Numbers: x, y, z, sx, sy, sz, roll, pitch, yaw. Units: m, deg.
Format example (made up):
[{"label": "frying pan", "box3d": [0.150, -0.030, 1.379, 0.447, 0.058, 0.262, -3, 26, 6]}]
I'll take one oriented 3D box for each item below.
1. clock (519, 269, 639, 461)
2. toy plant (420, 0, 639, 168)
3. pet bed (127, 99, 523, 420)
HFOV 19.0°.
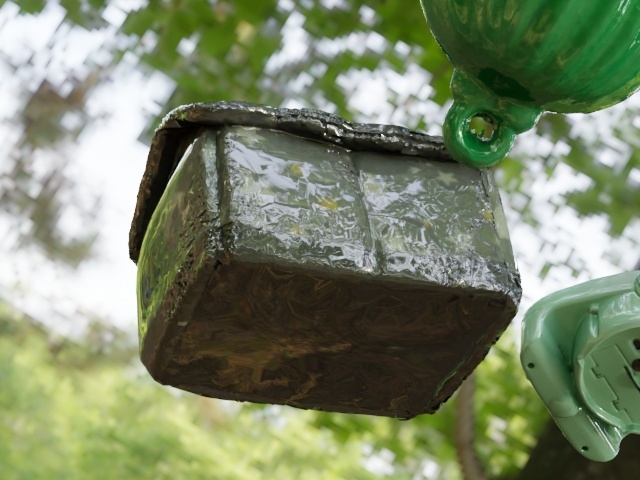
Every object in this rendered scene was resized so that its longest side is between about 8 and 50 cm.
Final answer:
[{"label": "clock", "box3d": [0.258, 0.088, 1.482, 0.189, 0.060, 0.148, -22, -59, 25]}, {"label": "toy plant", "box3d": [0.115, -0.109, 0.693, 0.143, 0.200, 0.105, 24, 5, -10]}, {"label": "pet bed", "box3d": [0.000, 0.000, 1.163, 0.211, 0.159, 0.183, 7, -36, -17]}]
